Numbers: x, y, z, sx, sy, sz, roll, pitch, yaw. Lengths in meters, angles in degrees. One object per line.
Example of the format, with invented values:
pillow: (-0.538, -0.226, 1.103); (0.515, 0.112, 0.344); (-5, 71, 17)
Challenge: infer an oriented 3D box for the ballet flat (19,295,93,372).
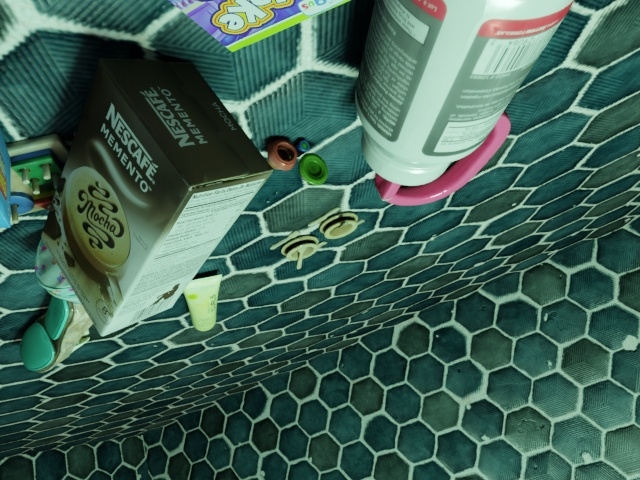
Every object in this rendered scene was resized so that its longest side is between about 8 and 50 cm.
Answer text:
ballet flat: (-0.517, 0.182, 1.004); (0.316, 0.108, 0.106); (-37, 165, 37)

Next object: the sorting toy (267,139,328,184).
sorting toy: (-0.039, -0.118, 0.746); (0.101, 0.061, 0.042); (27, 151, -24)

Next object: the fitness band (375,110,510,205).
fitness band: (0.216, -0.146, 0.890); (0.208, 0.054, 0.291); (-10, 157, -20)

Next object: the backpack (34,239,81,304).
backpack: (-0.342, 0.033, 0.769); (0.181, 0.152, 0.115); (-8, 153, 7)

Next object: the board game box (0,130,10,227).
board game box: (-0.420, -0.077, 0.360); (0.301, 0.086, 0.308); (-1, 171, -26)

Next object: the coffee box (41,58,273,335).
coffee box: (-0.209, -0.041, 0.580); (0.118, 0.168, 0.297); (-23, 161, -50)

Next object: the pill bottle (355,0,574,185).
pill bottle: (0.135, -0.198, 0.548); (0.176, 0.177, 0.319); (-14, 157, -13)

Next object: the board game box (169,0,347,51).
board game box: (0.006, -0.265, 0.295); (0.346, 0.078, 0.233); (-11, 163, 29)

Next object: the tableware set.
tableware set: (0.000, 0.000, 1.068); (0.194, 0.039, 0.128); (-30, 155, 24)

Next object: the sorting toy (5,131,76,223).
sorting toy: (-0.362, -0.067, 0.624); (0.274, 0.046, 0.132); (-16, 157, -9)

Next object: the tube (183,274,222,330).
tube: (-0.281, 0.145, 1.159); (0.070, 0.062, 0.240); (-53, 170, -32)
